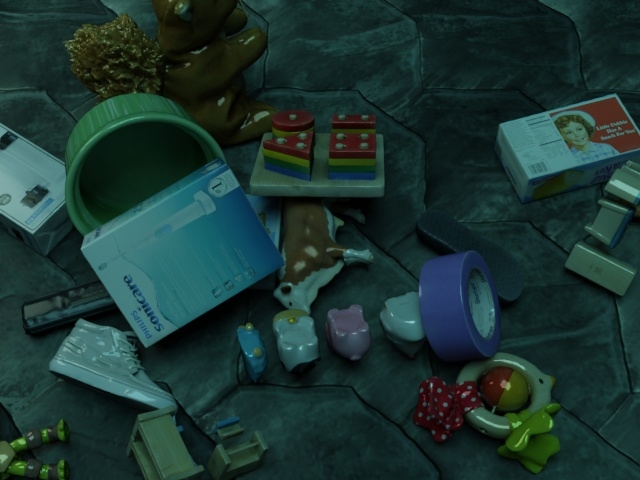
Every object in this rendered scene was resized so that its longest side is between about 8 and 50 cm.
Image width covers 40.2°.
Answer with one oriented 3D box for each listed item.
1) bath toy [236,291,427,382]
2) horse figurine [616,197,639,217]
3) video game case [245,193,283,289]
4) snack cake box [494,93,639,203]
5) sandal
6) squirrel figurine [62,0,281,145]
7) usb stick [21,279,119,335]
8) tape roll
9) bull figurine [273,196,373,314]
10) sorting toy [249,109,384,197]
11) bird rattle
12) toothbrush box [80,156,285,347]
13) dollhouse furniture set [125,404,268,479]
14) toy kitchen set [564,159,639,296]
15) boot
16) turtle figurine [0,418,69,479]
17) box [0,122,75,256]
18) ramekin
[{"bbox_3d":[0.031,0.175,1.562,0.348,0.129,0.151,-9,40,-4],"label":"bath toy"},{"bbox_3d":[0.728,-0.059,1.711,0.263,0.066,0.174,38,65,23],"label":"horse figurine"},{"bbox_3d":[-0.177,-0.001,1.737,0.193,0.023,0.212,1,58,3],"label":"video game case"},{"bbox_3d":[0.509,-0.189,1.787,0.264,0.089,0.152,-15,57,-7],"label":"snack cake box"},{"bbox_3d":[0.291,0.032,1.686,0.097,0.054,0.254,-30,57,-26],"label":"sandal"},{"bbox_3d":[-0.301,-0.377,1.770,0.397,0.370,0.281,-21,60,-10],"label":"squirrel figurine"},{"bbox_3d":[-0.431,0.111,1.666,0.278,0.045,0.077,-17,52,-8],"label":"usb stick"},{"bbox_3d":[0.247,0.116,1.537,0.080,0.189,0.189,-11,54,29],"label":"tape roll"},{"bbox_3d":[0.000,0.000,1.686,0.188,0.101,0.310,-2,60,-2],"label":"bull figurine"},{"bbox_3d":[-0.001,-0.183,1.738,0.255,0.089,0.257,1,30,3],"label":"sorting toy"},{"bbox_3d":[0.298,0.284,1.513,0.253,0.143,0.207,17,48,27],"label":"bird rattle"},{"bbox_3d":[-0.247,0.018,1.579,0.295,0.126,0.216,-32,106,-5],"label":"toothbrush box"},{"bbox_3d":[-0.211,0.356,1.477,0.184,0.129,0.129,-12,55,-33],"label":"dollhouse furniture set"},{"bbox_3d":[0.584,-0.028,1.671,0.122,0.207,0.166,30,26,19],"label":"toy kitchen set"},{"bbox_3d":[-0.353,0.220,1.564,0.258,0.095,0.123,18,68,14],"label":"boot"},{"bbox_3d":[-0.540,0.382,1.479,0.217,0.087,0.269,-3,49,-8],"label":"turtle figurine"},{"bbox_3d":[-0.621,-0.112,1.786,0.290,0.087,0.169,31,64,20],"label":"box"},{"bbox_3d":[-0.339,-0.132,1.664,0.303,0.303,0.148,-21,40,-10],"label":"ramekin"}]
